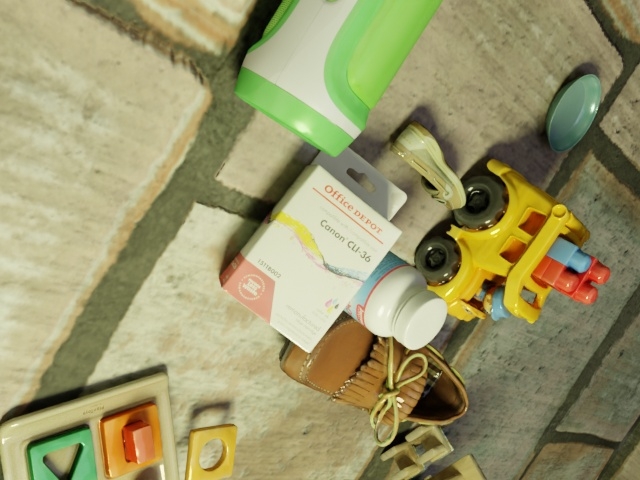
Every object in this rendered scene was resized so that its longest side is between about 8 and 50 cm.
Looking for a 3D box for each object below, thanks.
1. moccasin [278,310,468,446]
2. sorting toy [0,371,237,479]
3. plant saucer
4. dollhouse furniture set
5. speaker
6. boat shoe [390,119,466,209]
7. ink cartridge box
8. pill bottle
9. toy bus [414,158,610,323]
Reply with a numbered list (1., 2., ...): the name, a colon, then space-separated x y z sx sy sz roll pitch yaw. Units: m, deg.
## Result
1. moccasin: 0.085 0.178 0.979 0.139 0.147 0.380 -53 142 -1
2. sorting toy: -0.217 0.248 0.760 0.348 0.047 0.195 -12 105 -41
3. plant saucer: 0.361 -0.186 1.089 0.119 0.021 0.119 -26 134 -31
4. dollhouse furniture set: 0.206 0.432 1.254 0.161 0.212 0.242 -6 149 -41
5. speaker: 0.048 -0.226 0.657 0.131 0.131 0.296 27 97 -51
6. boat shoe: 0.131 -0.081 0.911 0.048 0.056 0.153 -41 140 -1
7. ink cartridge box: 0.000 0.000 0.780 0.115 0.067 0.198 38 88 -12
8. pill bottle: 0.063 0.053 0.852 0.087 0.160 0.087 -26 133 -31
9. toy bus: 0.260 0.036 1.004 0.220 0.211 0.149 -56 143 5
